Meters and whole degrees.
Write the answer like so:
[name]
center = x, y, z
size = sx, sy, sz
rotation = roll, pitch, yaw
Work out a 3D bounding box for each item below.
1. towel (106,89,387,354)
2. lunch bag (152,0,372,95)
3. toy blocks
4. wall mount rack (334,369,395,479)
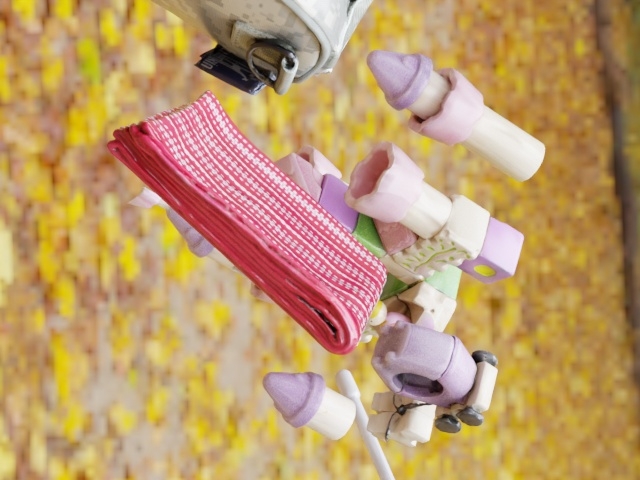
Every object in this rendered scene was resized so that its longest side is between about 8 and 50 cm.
[towel]
center = -0.036, -0.020, 1.297
size = 0.199, 0.031, 0.275
rotation = 43, 10, -1
[lunch bag]
center = -0.031, -0.266, 1.094
size = 0.305, 0.256, 0.212
rotation = -56, 178, -12
[toy blocks]
center = 0.000, 0.000, 1.730
size = 0.260, 0.288, 0.309
rotation = 31, 57, -25
[wall mount rack]
center = 0.071, 0.310, 1.886
size = 0.130, 0.304, 0.350
rotation = -38, 161, -54
